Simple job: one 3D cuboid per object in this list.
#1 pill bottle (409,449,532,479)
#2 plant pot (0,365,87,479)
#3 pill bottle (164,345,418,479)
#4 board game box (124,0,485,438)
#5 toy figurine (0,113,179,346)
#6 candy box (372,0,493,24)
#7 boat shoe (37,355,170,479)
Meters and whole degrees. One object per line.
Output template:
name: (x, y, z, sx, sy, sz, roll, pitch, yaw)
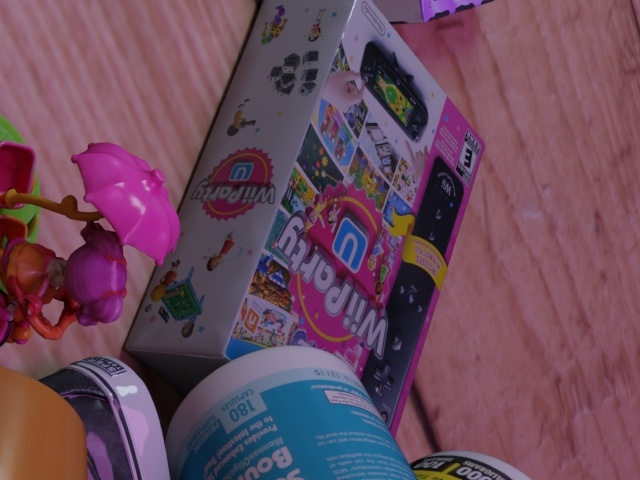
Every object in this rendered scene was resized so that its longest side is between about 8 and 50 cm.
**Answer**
pill bottle: (0.037, 0.287, 1.415, 0.334, 0.188, 0.188, -21, 109, -53)
plant pot: (-0.209, 0.177, 1.072, 0.205, 0.205, 0.188, 53, 34, -41)
pill bottle: (0.007, 0.200, 1.224, 0.146, 0.264, 0.146, -15, 133, -17)
board game box: (0.000, 0.000, 1.432, 0.224, 0.097, 0.303, 45, 57, -46)
toy figurine: (-0.159, 0.004, 1.148, 0.130, 0.159, 0.173, 13, 82, -54)
candy box: (0.099, -0.272, 1.580, 0.196, 0.070, 0.165, -24, 111, -52)
boat shoe: (-0.135, 0.232, 1.235, 0.105, 0.113, 0.306, -22, 107, -46)
